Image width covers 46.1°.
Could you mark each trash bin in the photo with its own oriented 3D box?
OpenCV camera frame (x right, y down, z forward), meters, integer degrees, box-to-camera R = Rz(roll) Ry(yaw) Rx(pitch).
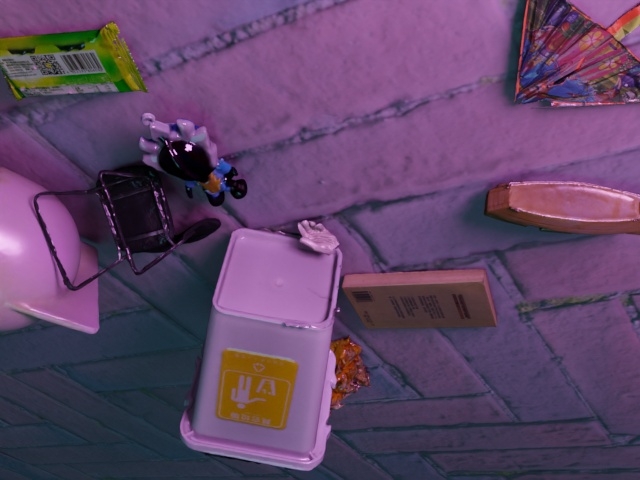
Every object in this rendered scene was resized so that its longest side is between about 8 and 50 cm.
[{"bbox_3d":[-0.081,0.160,1.227,0.255,0.296,0.368,11,134,0],"label":"trash bin"}]

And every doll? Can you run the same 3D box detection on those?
[{"bbox_3d":[-0.168,-0.105,0.977,0.096,0.070,0.195,-22,146,17],"label":"doll"}]

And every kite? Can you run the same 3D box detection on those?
[{"bbox_3d":[0.280,-0.188,0.778,0.241,0.014,0.183,25,142,-22],"label":"kite"}]

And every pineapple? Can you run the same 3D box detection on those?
[{"bbox_3d":[0.019,0.306,1.505,0.164,0.140,0.249,32,138,-33],"label":"pineapple"}]

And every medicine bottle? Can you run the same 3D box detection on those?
[{"bbox_3d":[-0.506,0.001,1.072,0.406,0.236,0.235,25,145,-29],"label":"medicine bottle"}]

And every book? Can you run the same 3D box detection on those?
[{"bbox_3d":[0.166,0.100,1.243,0.230,0.026,0.161,-3,146,19],"label":"book"}]

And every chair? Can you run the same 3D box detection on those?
[{"bbox_3d":[-0.263,-0.035,1.084,0.140,0.221,0.145,-12,99,32],"label":"chair"}]

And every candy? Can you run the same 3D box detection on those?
[{"bbox_3d":[-0.302,-0.206,0.888,0.178,0.032,0.102,-1,150,14],"label":"candy"}]

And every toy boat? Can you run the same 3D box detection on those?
[{"bbox_3d":[0.314,-0.036,0.961,0.206,0.064,0.072,8,162,3],"label":"toy boat"}]

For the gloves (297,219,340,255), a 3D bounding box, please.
[{"bbox_3d":[-0.002,0.000,1.115,0.081,0.044,0.037,49,149,-17],"label":"gloves"}]
